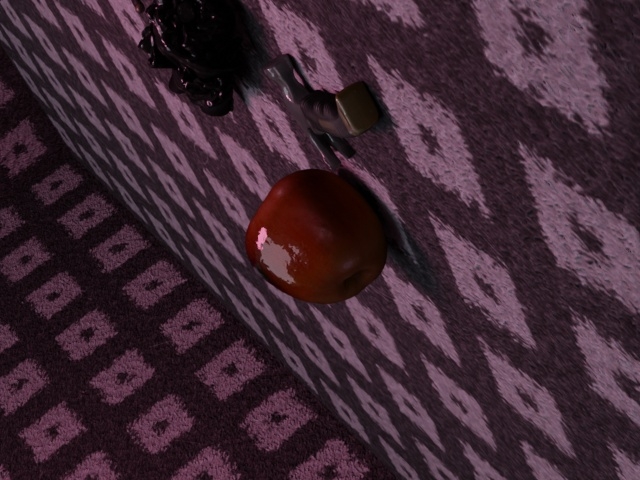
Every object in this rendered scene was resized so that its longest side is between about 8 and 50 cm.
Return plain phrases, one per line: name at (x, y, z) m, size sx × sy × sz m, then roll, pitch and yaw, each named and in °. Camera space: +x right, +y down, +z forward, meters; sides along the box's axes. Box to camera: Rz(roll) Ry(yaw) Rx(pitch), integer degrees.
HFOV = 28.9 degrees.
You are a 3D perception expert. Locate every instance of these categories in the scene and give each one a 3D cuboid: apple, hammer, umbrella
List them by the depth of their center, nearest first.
hammer at (0.012, -0.157, 1.528) m, size 0.159 × 0.041 × 0.226 m, roll 56°, pitch 167°, yaw -17°
apple at (0.000, 0.000, 1.724) m, size 0.199 × 0.199 × 0.199 m, roll 49°, pitch 167°, yaw 15°
umbrella at (-0.185, -0.262, 1.766) m, size 0.154 × 0.128 × 0.336 m, roll 50°, pitch 171°, yaw 1°

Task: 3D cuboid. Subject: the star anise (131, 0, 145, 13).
star anise at (-0.288, -0.430, 1.740) m, size 0.227 × 0.218 × 0.148 m, roll 34°, pitch 129°, yaw 2°
